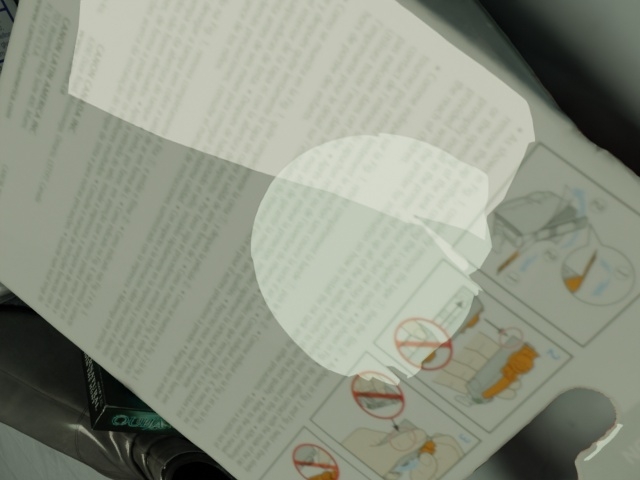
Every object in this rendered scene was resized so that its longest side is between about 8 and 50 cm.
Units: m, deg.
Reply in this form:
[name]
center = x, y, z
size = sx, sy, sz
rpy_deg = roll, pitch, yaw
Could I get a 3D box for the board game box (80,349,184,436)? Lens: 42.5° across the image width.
[board game box]
center = -0.113, 0.058, 0.592
size = 0.026, 0.126, 0.186
rpy_deg = -55, 40, 29

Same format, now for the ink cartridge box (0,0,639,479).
[ink cartridge box]
center = 0.000, 0.000, 0.441
size = 0.385, 0.091, 0.308
rpy_deg = 37, 127, 4

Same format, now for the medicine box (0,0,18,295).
[medicine box]
center = -0.358, -0.086, 0.850
size = 0.263, 0.149, 0.289
rpy_deg = -19, 99, 58

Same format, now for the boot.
[boot]
center = -0.198, 0.184, 0.811
size = 0.222, 0.118, 0.338
rpy_deg = 18, 165, 46

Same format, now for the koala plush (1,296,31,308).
[koala plush]
center = -0.462, 0.110, 1.142
size = 0.221, 0.203, 0.196
rpy_deg = 46, 148, -1
